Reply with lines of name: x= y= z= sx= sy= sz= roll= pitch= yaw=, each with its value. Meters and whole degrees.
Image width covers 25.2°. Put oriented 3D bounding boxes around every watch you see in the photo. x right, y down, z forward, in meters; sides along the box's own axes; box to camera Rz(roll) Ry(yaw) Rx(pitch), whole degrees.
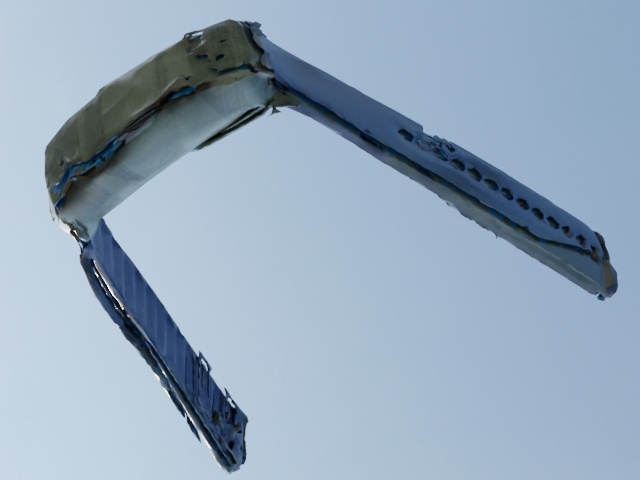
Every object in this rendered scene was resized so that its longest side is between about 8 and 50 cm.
watch: x=0.008 y=-0.010 z=0.811 sx=0.276 sy=0.274 sz=0.068 roll=-27 pitch=-144 yaw=5
